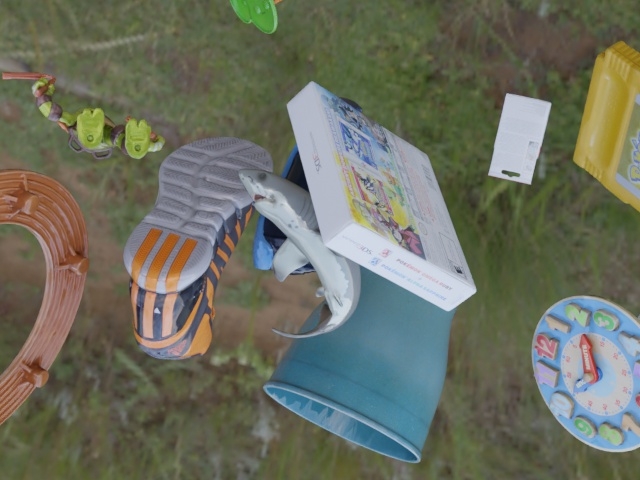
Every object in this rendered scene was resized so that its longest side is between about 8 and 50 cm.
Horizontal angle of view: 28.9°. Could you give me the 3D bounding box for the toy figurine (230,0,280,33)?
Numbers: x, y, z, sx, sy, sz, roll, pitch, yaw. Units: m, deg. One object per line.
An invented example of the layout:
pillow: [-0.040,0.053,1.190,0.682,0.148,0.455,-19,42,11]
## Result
toy figurine: [-0.051,-0.423,2.005,0.130,0.159,0.173,63,162,-9]

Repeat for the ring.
ring: [-0.352,0.086,1.280,0.032,0.337,0.337,25,151,24]

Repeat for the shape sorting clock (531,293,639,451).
shape sorting clock: [0.348,0.169,1.565,0.040,0.206,0.206,-16,162,-36]

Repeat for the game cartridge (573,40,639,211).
game cartridge: [0.562,-0.141,2.038,0.323,0.052,0.285,42,152,29]

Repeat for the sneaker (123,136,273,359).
sneaker: [-0.153,0.014,1.473,0.124,0.321,0.180,19,129,11]

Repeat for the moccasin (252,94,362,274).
moccasin: [0.011,-0.063,1.665,0.116,0.342,0.138,14,137,9]

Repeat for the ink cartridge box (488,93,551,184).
ink cartridge box: [0.271,-0.138,1.695,0.062,0.115,0.029,14,-178,10]

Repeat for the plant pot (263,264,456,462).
plant pot: [0.085,0.178,1.972,0.271,0.255,0.272,24,166,7]

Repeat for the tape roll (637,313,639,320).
tape roll: [0.630,0.170,1.865,0.072,0.392,0.392,36,139,-29]

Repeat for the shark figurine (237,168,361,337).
shark figurine: [0.019,0.021,1.419,0.166,0.116,0.278,16,142,29]

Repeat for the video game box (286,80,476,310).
video game box: [0.061,-0.045,1.262,0.048,0.205,0.187,-38,133,24]

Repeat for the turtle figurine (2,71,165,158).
turtle figurine: [-0.345,-0.171,1.845,0.269,0.087,0.217,27,180,-24]
